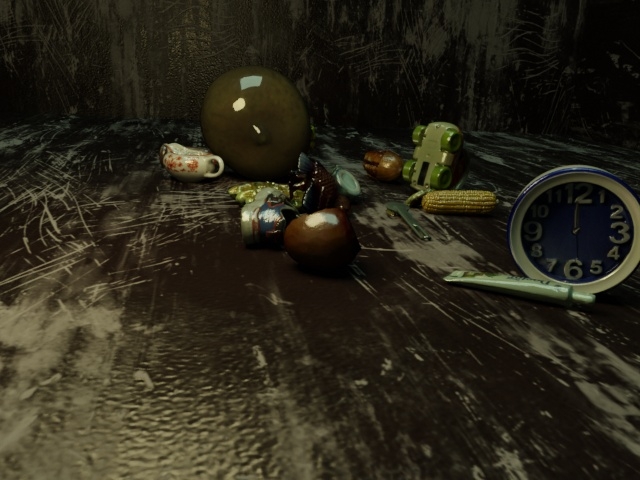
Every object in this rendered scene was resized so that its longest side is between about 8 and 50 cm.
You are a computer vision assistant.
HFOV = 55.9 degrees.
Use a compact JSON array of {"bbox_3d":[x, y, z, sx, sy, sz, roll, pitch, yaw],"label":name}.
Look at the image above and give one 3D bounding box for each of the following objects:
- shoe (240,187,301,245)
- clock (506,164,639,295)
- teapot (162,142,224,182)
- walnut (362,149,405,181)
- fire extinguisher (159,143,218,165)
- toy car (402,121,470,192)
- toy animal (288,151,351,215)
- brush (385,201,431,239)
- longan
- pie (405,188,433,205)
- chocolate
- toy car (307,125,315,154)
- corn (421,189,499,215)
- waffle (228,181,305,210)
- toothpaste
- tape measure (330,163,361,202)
[{"bbox_3d":[-0.084,-0.054,1.296,0.125,0.100,0.227,0,20,18],"label":"shoe"},{"bbox_3d":[0.454,-0.017,1.075,0.230,0.231,0.083,10,14,20],"label":"clock"},{"bbox_3d":[-0.383,-0.231,1.820,0.245,0.116,0.159,10,5,27],"label":"teapot"},{"bbox_3d":[0.207,-0.252,2.014,0.115,0.116,0.207,-4,18,-23],"label":"walnut"},{"bbox_3d":[-0.409,-0.270,1.998,0.251,0.075,0.106,7,12,7],"label":"fire extinguisher"},{"bbox_3d":[0.387,-0.245,1.875,0.235,0.235,0.145,-11,23,-40],"label":"toy car"},{"bbox_3d":[0.007,-0.128,1.494,0.179,0.116,0.219,21,33,-13],"label":"toy animal"},{"bbox_3d":[0.218,-0.045,1.485,0.062,0.027,0.266,0,21,-10],"label":"brush"},{"bbox_3d":[-0.196,-0.359,1.865,0.360,0.361,0.361,3,17,-1],"label":"longan"},{"bbox_3d":[0.274,-0.116,1.664,0.084,0.020,0.084,-22,-17,-7],"label":"pie"},{"bbox_3d":[0.000,0.000,1.128,0.133,0.124,0.127,-26,19,8],"label":"chocolate"},{"bbox_3d":[-0.132,-0.336,2.160,0.247,0.143,0.200,-19,25,-30],"label":"toy car"},{"bbox_3d":[0.373,-0.101,1.617,0.207,0.068,0.068,-1,17,-1],"label":"corn"},{"bbox_3d":[-0.122,-0.119,1.592,0.223,0.054,0.204,18,22,33],"label":"waffle"},{"bbox_3d":[0.347,0.082,1.064,0.255,0.037,0.067,9,17,30],"label":"toothpaste"},{"bbox_3d":[0.021,-0.130,1.698,0.179,0.104,0.107,-25,31,26],"label":"tape measure"}]
